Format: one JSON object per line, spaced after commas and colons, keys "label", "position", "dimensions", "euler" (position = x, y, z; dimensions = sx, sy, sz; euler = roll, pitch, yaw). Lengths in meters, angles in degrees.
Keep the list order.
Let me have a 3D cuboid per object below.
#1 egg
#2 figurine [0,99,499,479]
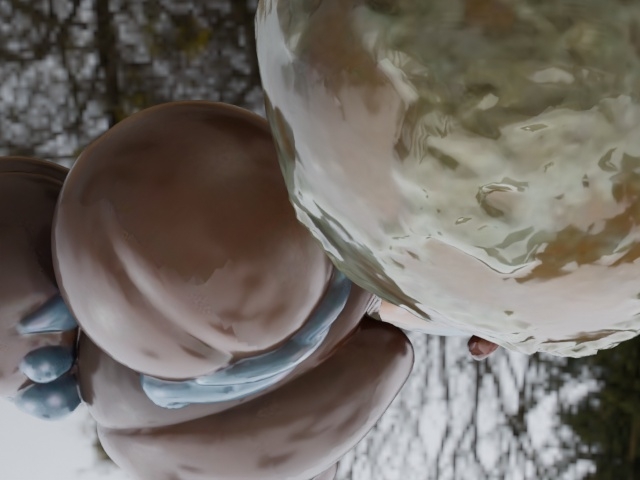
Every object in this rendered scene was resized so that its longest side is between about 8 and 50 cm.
{"label": "egg", "position": [0.080, -0.062, 0.512], "dimensions": [0.203, 0.203, 0.245], "euler": [9, -169, 24]}
{"label": "figurine", "position": [0.001, 0.001, 0.817], "dimensions": [0.276, 0.248, 0.388], "euler": [-14, -163, 49]}
